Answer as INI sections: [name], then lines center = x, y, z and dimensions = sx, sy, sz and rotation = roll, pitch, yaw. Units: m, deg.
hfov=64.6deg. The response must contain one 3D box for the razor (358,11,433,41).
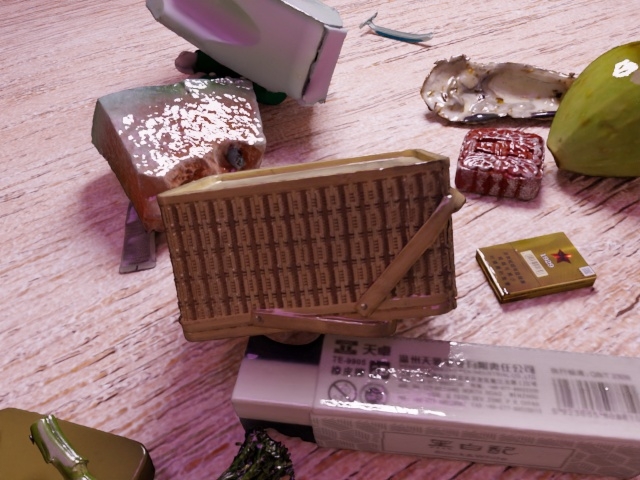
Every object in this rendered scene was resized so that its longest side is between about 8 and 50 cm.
[razor]
center = 0.191, -0.514, 1.246
dimensions = 0.191, 0.037, 0.068
rotation = 28, 59, 27

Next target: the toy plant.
[toy plant]
center = -0.185, -0.363, 1.085
dimensions = 0.232, 0.113, 0.243
rotation = -12, 45, -30

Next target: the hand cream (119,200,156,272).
[hand cream]
center = -0.291, -0.017, 0.816
dimensions = 0.057, 0.037, 0.165
rotation = -10, 52, -4

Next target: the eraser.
[eraser]
center = 0.117, 0.168, 0.531
dimensions = 0.403, 0.097, 0.098
rotation = 2, 47, 10

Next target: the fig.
[fig]
center = 0.473, -0.199, 0.781
dimensions = 0.229, 0.207, 0.207
rotation = -2, 45, 4

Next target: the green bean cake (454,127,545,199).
[green bean cake]
center = 0.298, -0.132, 0.837
dimensions = 0.135, 0.056, 0.136
rotation = 11, 47, 16

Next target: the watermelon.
[watermelon]
center = -0.227, -0.179, 0.858
dimensions = 0.264, 0.151, 0.302
rotation = -16, 47, -30

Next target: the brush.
[brush]
center = -0.280, 0.254, 0.517
dimensions = 0.197, 0.059, 0.123
rotation = 9, 43, 14

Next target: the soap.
[soap]
center = -0.139, -0.430, 0.956
dimensions = 0.446, 0.156, 0.261
rotation = 39, 31, 17

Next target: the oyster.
[oyster]
center = 0.362, -0.271, 0.959
dimensions = 0.344, 0.078, 0.129
rotation = 8, 80, 9

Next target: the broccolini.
[broccolini]
center = -0.142, 0.210, 0.489
dimensions = 0.271, 0.062, 0.123
rotation = 23, 46, 1

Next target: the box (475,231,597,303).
[box]
center = 0.291, 0.036, 0.694
dimensions = 0.133, 0.023, 0.090
rotation = -11, 46, -5

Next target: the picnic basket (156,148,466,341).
[picnic basket]
center = 0.000, 0.000, 0.602
dimensions = 0.312, 0.176, 0.228
rotation = -7, 12, 4
